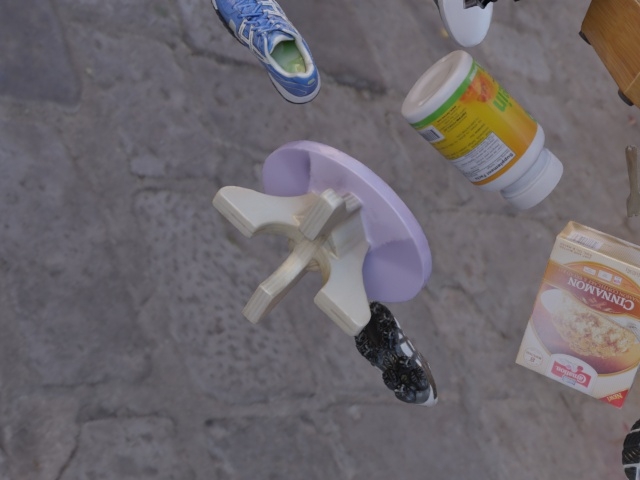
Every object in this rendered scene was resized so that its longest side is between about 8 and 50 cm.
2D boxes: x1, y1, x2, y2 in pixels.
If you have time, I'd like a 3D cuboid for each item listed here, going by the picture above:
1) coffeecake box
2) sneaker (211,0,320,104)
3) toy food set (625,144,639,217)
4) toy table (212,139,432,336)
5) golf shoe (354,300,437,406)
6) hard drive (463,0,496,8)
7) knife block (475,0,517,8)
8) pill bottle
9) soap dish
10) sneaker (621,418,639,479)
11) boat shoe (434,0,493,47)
[{"bbox_3d":[0.338,0.090,1.304,0.142,0.185,0.068,23,29,20],"label":"coffeecake box"},{"bbox_3d":[-0.068,-0.281,1.412,0.211,0.080,0.081,49,-10,1],"label":"sneaker"},{"bbox_3d":[0.548,-0.105,1.577,0.038,0.192,0.132,-73,155,-69],"label":"toy food set"},{"bbox_3d":[0.000,0.000,1.396,0.274,0.252,0.161,34,40,16],"label":"toy table"},{"bbox_3d":[0.117,0.182,1.639,0.094,0.077,0.198,40,17,-47],"label":"golf shoe"},{"bbox_3d":[0.321,-0.402,1.568,0.255,0.172,0.054,-30,101,-53],"label":"hard drive"},{"bbox_3d":[0.252,-0.410,1.305,0.088,0.242,0.275,55,40,-42],"label":"knife block"},{"bbox_3d":[0.253,-0.161,1.624,0.246,0.136,0.136,41,36,-18],"label":"pill bottle"},{"bbox_3d":[0.439,-0.203,1.288,0.229,0.118,0.291,36,24,-18],"label":"soap dish"},{"bbox_3d":[0.522,0.304,1.547,0.279,0.107,0.118,-36,110,-52],"label":"sneaker"},{"bbox_3d":[0.236,-0.507,1.978,0.108,0.102,0.301,-20,101,-20],"label":"boat shoe"}]
